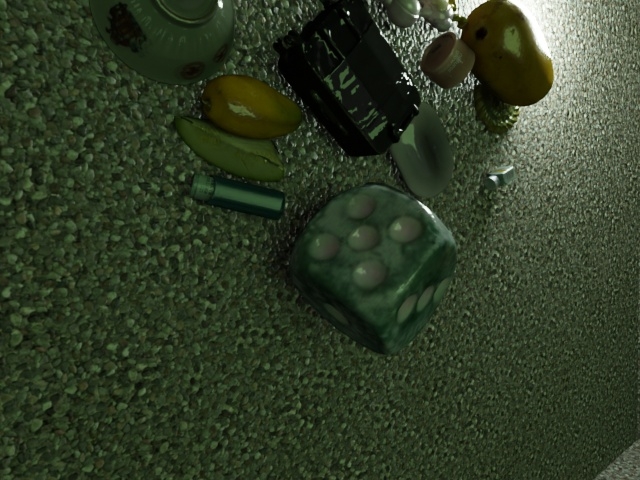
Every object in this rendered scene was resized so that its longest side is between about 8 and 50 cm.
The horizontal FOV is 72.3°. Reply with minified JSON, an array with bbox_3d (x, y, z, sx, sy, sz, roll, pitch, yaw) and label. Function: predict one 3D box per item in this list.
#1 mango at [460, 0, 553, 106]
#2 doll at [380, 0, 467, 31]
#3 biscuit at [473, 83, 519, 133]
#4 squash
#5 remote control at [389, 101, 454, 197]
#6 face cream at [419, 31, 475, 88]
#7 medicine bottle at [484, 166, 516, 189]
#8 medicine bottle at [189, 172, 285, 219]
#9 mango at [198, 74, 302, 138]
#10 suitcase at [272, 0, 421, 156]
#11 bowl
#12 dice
[{"bbox_3d":[0.679,-0.653,1.562,0.446,0.232,0.299,28,63,-33],"label":"mango"},{"bbox_3d":[0.315,-0.735,1.393,0.366,0.094,0.160,-8,68,-37],"label":"doll"},{"bbox_3d":[0.699,-0.509,1.708,0.274,0.036,0.187,-11,100,-32],"label":"biscuit"},{"bbox_3d":[-0.235,-0.214,1.093,0.252,0.169,0.093,0,138,-34],"label":"squash"},{"bbox_3d":[0.336,-0.298,1.456,0.221,0.103,0.332,-38,114,-17],"label":"remote control"},{"bbox_3d":[0.419,-0.595,1.452,0.104,0.149,0.149,25,81,-31],"label":"face cream"},{"bbox_3d":[0.695,-0.243,1.710,0.118,0.074,0.054,-31,111,-26],"label":"medicine bottle"},{"bbox_3d":[-0.204,-0.112,1.134,0.259,0.124,0.079,12,92,-21],"label":"medicine bottle"},{"bbox_3d":[-0.166,-0.333,1.105,0.317,0.119,0.176,0,51,-43],"label":"mango"},{"bbox_3d":[0.082,-0.444,1.223,0.434,0.194,0.283,44,71,-28],"label":"suitcase"},{"bbox_3d":[-0.323,-0.535,0.977,0.338,0.158,0.336,-3,96,-32],"label":"bowl"},{"bbox_3d":[0.146,0.072,1.176,0.348,0.331,0.328,-50,148,-18],"label":"dice"}]
